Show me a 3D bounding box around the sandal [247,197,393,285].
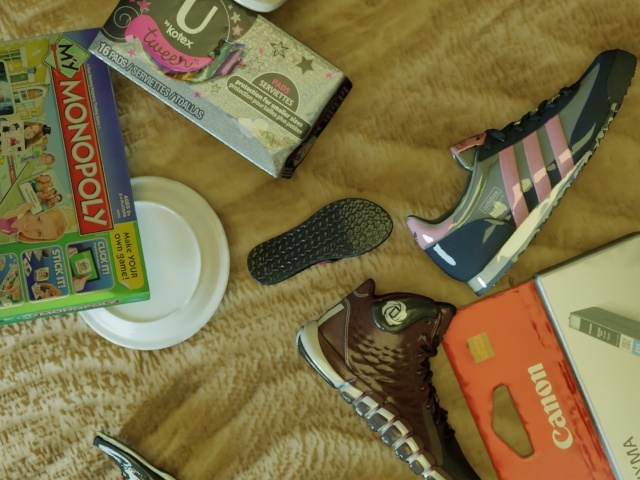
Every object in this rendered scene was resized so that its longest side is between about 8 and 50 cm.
[{"bbox_3d":[0.000,0.000,1.662,0.179,0.040,0.067,-22,84,17],"label":"sandal"}]

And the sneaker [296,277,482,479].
[{"bbox_3d":[0.119,0.156,1.620,0.162,0.106,0.281,-45,87,-1],"label":"sneaker"}]

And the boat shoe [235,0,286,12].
[{"bbox_3d":[-0.032,-0.368,1.561,0.098,0.096,0.277,26,57,-11],"label":"boat shoe"}]

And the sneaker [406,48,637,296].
[{"bbox_3d":[0.222,-0.099,1.608,0.131,0.112,0.319,35,91,0],"label":"sneaker"}]

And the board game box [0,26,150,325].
[{"bbox_3d":[-0.322,-0.071,1.617,0.213,0.046,0.317,-10,77,-9],"label":"board game box"}]

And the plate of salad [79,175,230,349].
[{"bbox_3d":[-0.197,0.026,1.664,0.200,0.048,0.200,-1,88,14],"label":"plate of salad"}]

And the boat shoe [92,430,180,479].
[{"bbox_3d":[-0.209,0.267,1.664,0.133,0.049,0.042,36,84,-2],"label":"boat shoe"}]

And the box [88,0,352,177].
[{"bbox_3d":[-0.103,-0.193,1.598,0.247,0.163,0.142,34,94,2],"label":"box"}]

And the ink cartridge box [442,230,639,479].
[{"bbox_3d":[0.302,0.173,1.628,0.261,0.066,0.296,-23,89,2],"label":"ink cartridge box"}]
